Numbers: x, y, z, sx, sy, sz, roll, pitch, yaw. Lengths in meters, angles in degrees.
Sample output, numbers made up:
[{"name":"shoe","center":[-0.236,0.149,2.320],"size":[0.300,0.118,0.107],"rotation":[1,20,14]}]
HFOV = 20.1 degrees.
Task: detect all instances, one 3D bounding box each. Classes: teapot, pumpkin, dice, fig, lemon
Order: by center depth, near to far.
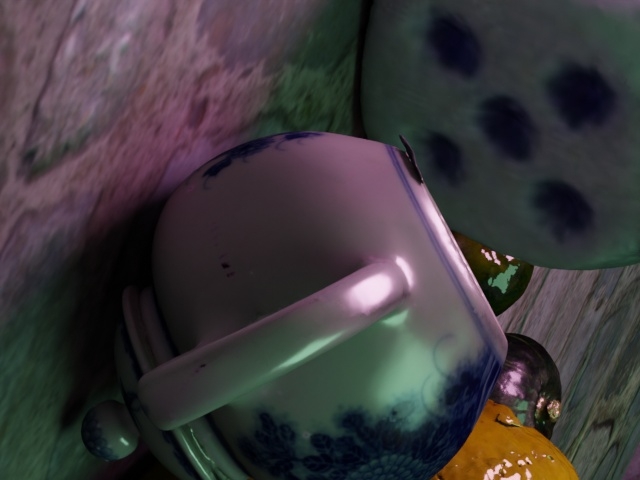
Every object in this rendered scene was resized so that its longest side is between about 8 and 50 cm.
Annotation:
[{"name":"teapot","center":[-0.032,0.068,1.180],"size":[0.280,0.252,0.424],"rotation":[-28,179,3]},{"name":"dice","center":[0.203,-0.158,1.437],"size":[0.268,0.262,0.264],"rotation":[-47,153,-38]},{"name":"fig","center":[0.148,0.038,1.770],"size":[0.117,0.117,0.177],"rotation":[-54,168,-29]},{"name":"lemon","center":[0.134,0.318,1.810],"size":[0.321,0.268,0.268],"rotation":[-66,160,7]},{"name":"pumpkin","center":[0.208,0.188,2.048],"size":[0.167,0.125,0.167],"rotation":[-40,149,-30]}]

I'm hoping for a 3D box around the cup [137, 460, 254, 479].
[{"name":"cup","center":[-0.097,0.255,1.321],"size":[0.241,0.185,0.226],"rotation":[-42,174,41]}]
